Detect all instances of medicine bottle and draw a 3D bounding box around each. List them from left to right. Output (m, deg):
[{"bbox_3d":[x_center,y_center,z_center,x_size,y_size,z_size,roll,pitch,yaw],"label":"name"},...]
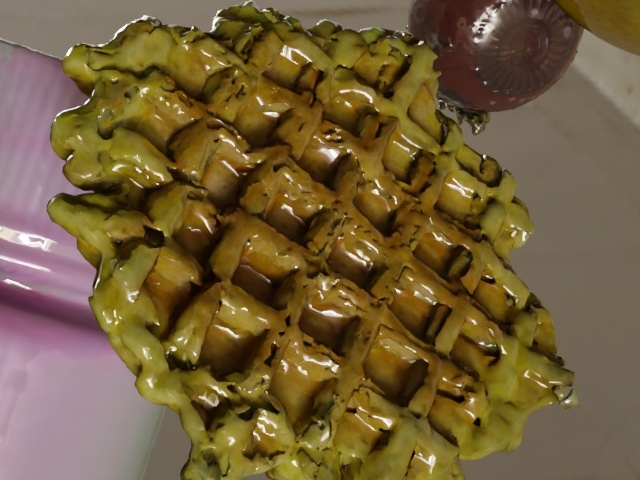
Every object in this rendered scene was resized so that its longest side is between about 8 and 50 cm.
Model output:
[{"bbox_3d":[-0.198,0.090,0.747,0.219,0.388,0.219,18,-178,-1],"label":"medicine bottle"}]

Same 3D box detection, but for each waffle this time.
[{"bbox_3d":[-0.001,0.001,0.629,0.245,0.052,0.254,-12,-106,-36],"label":"waffle"}]

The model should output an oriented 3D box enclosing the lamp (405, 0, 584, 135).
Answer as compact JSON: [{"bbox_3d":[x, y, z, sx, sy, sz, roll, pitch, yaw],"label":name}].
[{"bbox_3d":[0.138,-0.187,1.143,0.156,0.157,0.135,52,-179,-40],"label":"lamp"}]

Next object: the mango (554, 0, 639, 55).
[{"bbox_3d":[0.263,-0.326,0.951,0.300,0.446,0.232,-21,-144,1],"label":"mango"}]
